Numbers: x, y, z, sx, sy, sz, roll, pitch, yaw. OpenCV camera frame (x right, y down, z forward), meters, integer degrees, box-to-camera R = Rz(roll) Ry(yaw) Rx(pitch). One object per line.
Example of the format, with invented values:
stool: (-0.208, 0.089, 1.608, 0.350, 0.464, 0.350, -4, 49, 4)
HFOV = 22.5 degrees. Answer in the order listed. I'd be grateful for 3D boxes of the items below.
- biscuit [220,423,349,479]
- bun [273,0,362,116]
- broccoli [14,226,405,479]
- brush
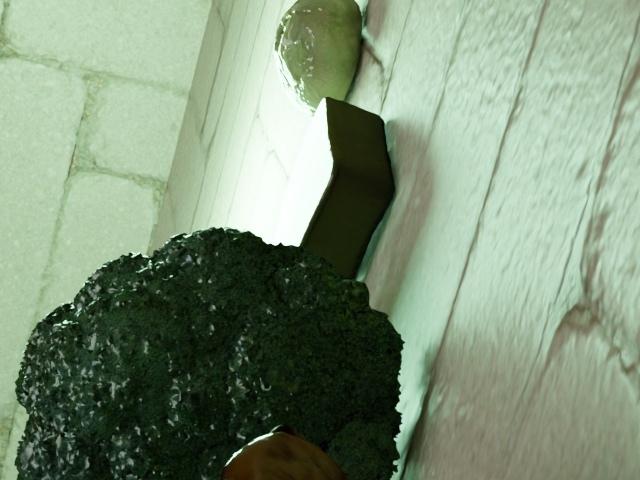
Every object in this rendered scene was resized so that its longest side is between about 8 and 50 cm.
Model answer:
biscuit: (-0.021, 0.226, 0.626, 0.334, 0.081, 0.289, -77, -4, -75)
bun: (-0.007, -0.166, 1.421, 0.115, 0.069, 0.115, -169, 90, -79)
broccoli: (-0.064, 0.128, 1.041, 0.270, 0.270, 0.270, 55, -146, -53)
brush: (0.000, 0.000, 1.239, 0.123, 0.059, 0.197, -90, 17, -57)
